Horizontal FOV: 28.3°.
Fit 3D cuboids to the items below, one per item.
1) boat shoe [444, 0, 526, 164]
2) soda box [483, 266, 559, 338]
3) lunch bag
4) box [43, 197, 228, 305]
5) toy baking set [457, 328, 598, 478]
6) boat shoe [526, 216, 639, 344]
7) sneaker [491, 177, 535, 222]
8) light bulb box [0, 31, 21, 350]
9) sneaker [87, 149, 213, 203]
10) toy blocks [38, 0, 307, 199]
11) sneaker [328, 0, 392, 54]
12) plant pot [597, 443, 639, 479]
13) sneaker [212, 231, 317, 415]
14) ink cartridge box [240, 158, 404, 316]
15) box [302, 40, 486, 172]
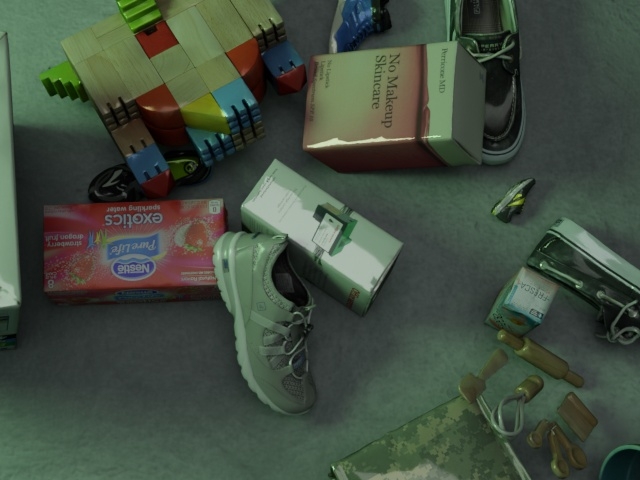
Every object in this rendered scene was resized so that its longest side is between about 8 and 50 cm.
[{"bbox_3d":[0.238,-0.283,1.885,0.121,0.119,0.335,-8,77,-4],"label":"boat shoe"},{"bbox_3d":[0.278,0.090,1.767,0.058,0.183,0.063,27,79,5],"label":"soda box"},{"bbox_3d":[0.178,0.380,1.705,0.235,0.169,0.287,-27,74,-9],"label":"lunch bag"},{"bbox_3d":[-0.258,0.018,1.797,0.256,0.122,0.128,-2,78,-2],"label":"box"},{"bbox_3d":[0.293,0.214,1.733,0.256,0.030,0.197,35,38,-21],"label":"toy baking set"},{"bbox_3d":[0.433,0.096,1.809,0.306,0.113,0.105,39,85,10],"label":"boat shoe"},{"bbox_3d":[0.291,-0.059,1.884,0.083,0.031,0.035,-42,95,-6],"label":"sneaker"},{"bbox_3d":[-0.514,-0.044,1.665,0.225,0.361,0.358,-2,77,-15],"label":"light bulb box"},{"bbox_3d":[-0.250,-0.098,1.848,0.188,0.078,0.067,-15,78,-5],"label":"sneaker"},{"bbox_3d":[-0.176,-0.228,1.794,0.381,0.191,0.261,-29,66,-8],"label":"toy blocks"},{"bbox_3d":[0.063,-0.320,1.919,0.084,0.058,0.152,9,70,9],"label":"sneaker"},{"bbox_3d":[0.550,0.374,1.682,0.255,0.271,0.272,-12,77,-19],"label":"plant pot"},{"bbox_3d":[-0.055,0.117,1.734,0.115,0.105,0.281,-9,113,27],"label":"sneaker"},{"bbox_3d":[0.000,0.000,1.792,0.219,0.160,0.093,33,76,5],"label":"ink cartridge box"},{"bbox_3d":[0.107,-0.187,1.809,0.232,0.127,0.149,-2,75,27],"label":"box"}]
